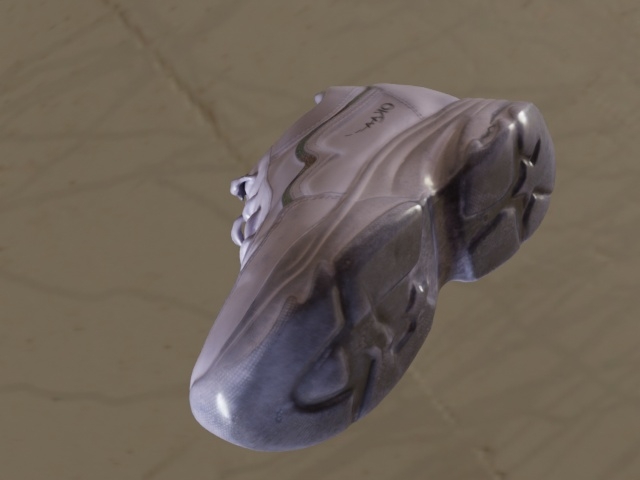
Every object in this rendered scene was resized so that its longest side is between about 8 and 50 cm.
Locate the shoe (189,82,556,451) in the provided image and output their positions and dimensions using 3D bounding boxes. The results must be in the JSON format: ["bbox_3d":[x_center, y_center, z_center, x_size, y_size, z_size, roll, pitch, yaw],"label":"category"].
[{"bbox_3d":[0.000,0.000,0.932,0.245,0.137,0.095,-43,-46,-35],"label":"shoe"}]
